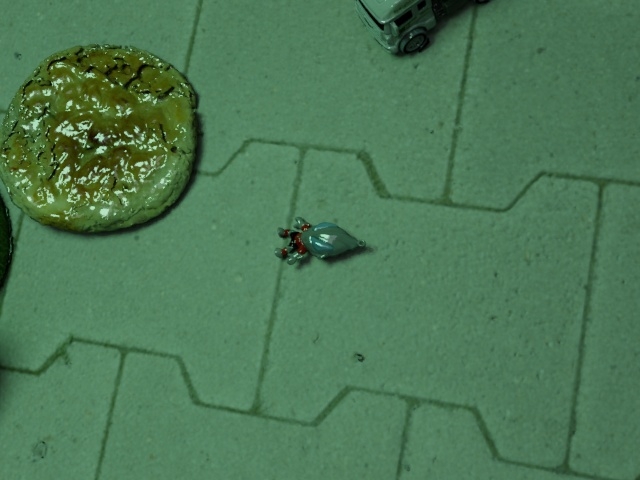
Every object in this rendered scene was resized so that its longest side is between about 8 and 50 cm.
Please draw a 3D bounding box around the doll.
[{"bbox_3d":[0.000,-0.001,1.228,0.114,0.039,0.057,-1,34,22],"label":"doll"}]

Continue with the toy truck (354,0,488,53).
[{"bbox_3d":[0.157,-0.341,1.230,0.253,0.124,0.114,-35,70,1],"label":"toy truck"}]

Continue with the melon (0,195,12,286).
[{"bbox_3d":[-0.483,-0.017,1.275,0.129,0.169,0.265,-13,76,9],"label":"melon"}]

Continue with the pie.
[{"bbox_3d":[-0.285,-0.131,1.317,0.274,0.055,0.274,-2,75,7],"label":"pie"}]
